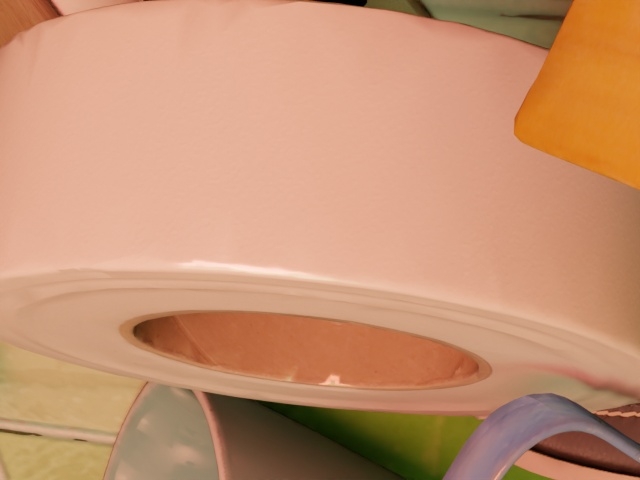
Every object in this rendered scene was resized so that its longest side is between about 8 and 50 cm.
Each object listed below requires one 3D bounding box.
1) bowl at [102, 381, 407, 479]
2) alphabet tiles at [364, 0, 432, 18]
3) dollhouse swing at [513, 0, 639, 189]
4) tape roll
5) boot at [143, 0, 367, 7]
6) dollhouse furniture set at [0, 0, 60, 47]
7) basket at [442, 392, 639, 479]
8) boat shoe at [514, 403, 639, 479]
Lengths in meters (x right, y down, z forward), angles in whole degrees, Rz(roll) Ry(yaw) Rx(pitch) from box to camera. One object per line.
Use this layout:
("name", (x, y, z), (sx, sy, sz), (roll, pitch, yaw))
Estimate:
("bowl", (-0.023, 0.231, 0.968), (0.163, 0.311, 0.311), (8, 141, -18))
("alphabet tiles", (0.057, -0.019, 0.856), (0.198, 0.009, 0.237), (-20, 126, 34))
("dollhouse swing", (0.290, -0.104, 0.452), (0.347, 0.315, 0.305), (14, 97, -17))
("tape roll", (0.000, 0.000, 0.722), (0.286, 0.100, 0.286), (6, 166, 1))
("boot", (-0.034, -0.089, 0.731), (0.099, 0.121, 0.045), (-18, 115, 21))
("dollhouse furniture set", (-0.219, -0.066, 0.794), (0.144, 0.151, 0.123), (-12, 130, 31))
("basket", (0.090, 0.216, 0.758), (0.255, 0.201, 0.289), (25, 98, -37))
("boat shoe", (0.236, 0.078, 0.858), (0.319, 0.116, 0.099), (2, 93, 26))
